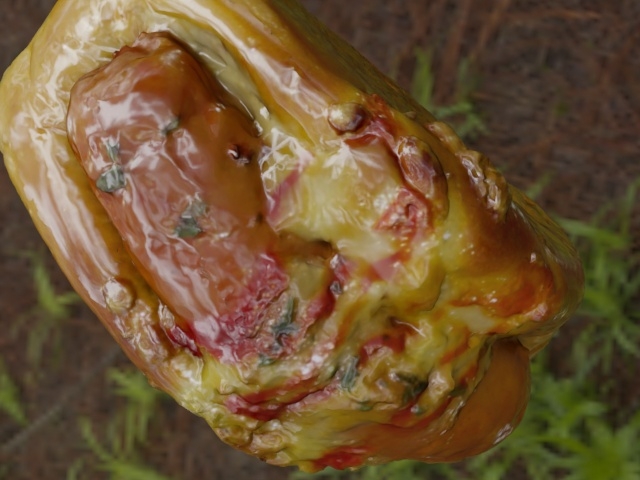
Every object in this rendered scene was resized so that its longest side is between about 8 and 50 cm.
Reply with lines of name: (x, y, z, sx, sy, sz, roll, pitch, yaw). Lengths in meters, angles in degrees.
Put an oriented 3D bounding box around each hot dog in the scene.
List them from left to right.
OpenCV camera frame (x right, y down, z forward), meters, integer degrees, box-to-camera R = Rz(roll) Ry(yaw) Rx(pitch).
hot dog: (0.000, 0.000, 0.763, 0.150, 0.257, 0.153, -45, 28, 14)
